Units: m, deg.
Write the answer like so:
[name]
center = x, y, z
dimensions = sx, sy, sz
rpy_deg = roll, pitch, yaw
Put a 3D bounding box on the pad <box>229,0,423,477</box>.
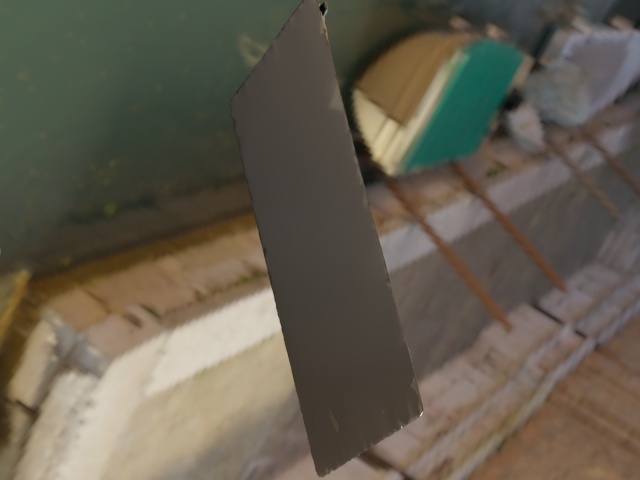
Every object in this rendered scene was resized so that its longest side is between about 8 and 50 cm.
[pad]
center = -0.001, 0.000, 0.954
dimensions = 0.009, 0.265, 0.159
rpy_deg = -5, 161, -26
